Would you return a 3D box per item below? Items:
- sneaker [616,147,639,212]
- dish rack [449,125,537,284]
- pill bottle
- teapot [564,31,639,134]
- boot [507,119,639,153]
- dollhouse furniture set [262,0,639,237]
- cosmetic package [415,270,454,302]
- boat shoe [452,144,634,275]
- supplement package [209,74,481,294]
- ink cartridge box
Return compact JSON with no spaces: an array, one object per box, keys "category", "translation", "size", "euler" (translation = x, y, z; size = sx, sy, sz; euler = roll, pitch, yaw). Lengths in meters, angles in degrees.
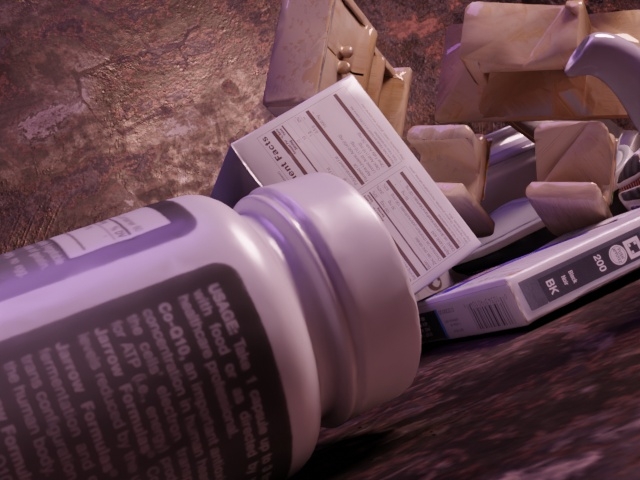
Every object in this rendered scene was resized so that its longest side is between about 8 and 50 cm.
[{"category":"sneaker","translation":[0.418,-0.071,0.828],"size":[0.279,0.107,0.118],"euler":[-20,-21,5]},{"category":"dish rack","translation":[0.278,-0.044,1.279],"size":[0.333,0.072,0.285],"euler":[-22,-38,-11]},{"category":"pill bottle","translation":[-0.101,0.072,0.441],"size":[0.283,0.161,0.161],"euler":[-20,-3,-25]},{"category":"teapot","translation":[0.329,-0.112,0.549],"size":[0.252,0.187,0.256],"euler":[-24,-4,38]},{"category":"boot","translation":[0.317,-0.122,1.136],"size":[0.112,0.305,0.115],"euler":[-48,-12,-27]},{"category":"dollhouse furniture set","translation":[0.174,-0.180,1.023],"size":[0.394,0.362,0.256],"euler":[3,-15,27]},{"category":"cosmetic package","translation":[-0.076,0.101,1.157],"size":[0.453,0.161,0.230],"euler":[-22,-3,-25]},{"category":"boat shoe","translation":[0.281,-0.009,1.094],"size":[0.302,0.091,0.114],"euler":[-29,19,49]},{"category":"supplement package","translation":[0.000,0.000,0.891],"size":[0.145,0.204,0.262],"euler":[-34,-7,-24]},{"category":"ink cartridge box","translation":[0.199,0.027,0.762],"size":[0.208,0.045,0.206],"euler":[-23,-3,-20]}]
